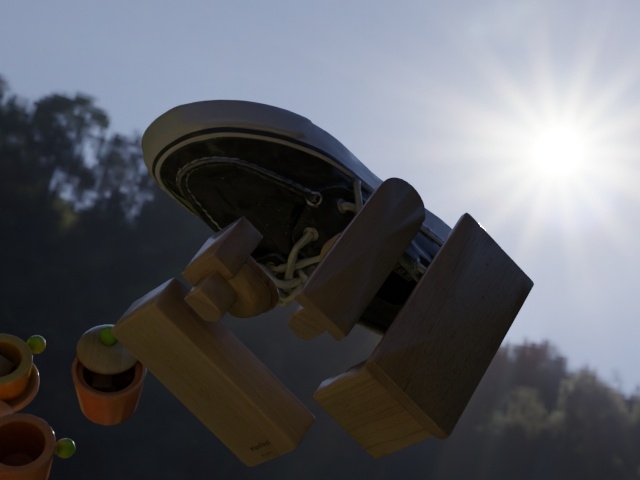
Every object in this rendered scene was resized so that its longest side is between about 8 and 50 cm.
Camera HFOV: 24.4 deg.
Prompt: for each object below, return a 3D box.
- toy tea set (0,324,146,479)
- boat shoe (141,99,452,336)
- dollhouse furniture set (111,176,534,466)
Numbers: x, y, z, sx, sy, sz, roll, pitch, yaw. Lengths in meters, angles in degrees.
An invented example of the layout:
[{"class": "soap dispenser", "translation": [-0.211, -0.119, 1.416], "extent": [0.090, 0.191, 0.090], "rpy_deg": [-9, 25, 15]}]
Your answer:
[{"class": "toy tea set", "translation": [-0.326, 0.160, 1.435], "extent": [0.200, 0.336, 0.124], "rpy_deg": [35, -40, 24]}, {"class": "boat shoe", "translation": [-0.003, 0.002, 1.103], "extent": [0.113, 0.105, 0.306], "rpy_deg": [-33, -45, 26]}, {"class": "dollhouse furniture set", "translation": [0.000, 0.037, 0.826], "extent": [0.144, 0.123, 0.151], "rpy_deg": [46, -41, -11]}]
